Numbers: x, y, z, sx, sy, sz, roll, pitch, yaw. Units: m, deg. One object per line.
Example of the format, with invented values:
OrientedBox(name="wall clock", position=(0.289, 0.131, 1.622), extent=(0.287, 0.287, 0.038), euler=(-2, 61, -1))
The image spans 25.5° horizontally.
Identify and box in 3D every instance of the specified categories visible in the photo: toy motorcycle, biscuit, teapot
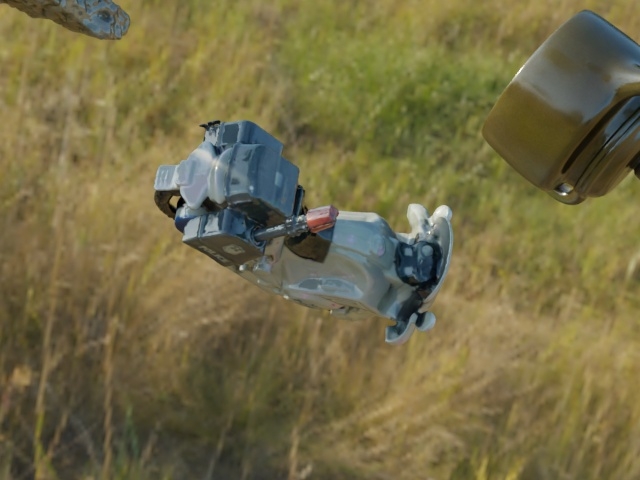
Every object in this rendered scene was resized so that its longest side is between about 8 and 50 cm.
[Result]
OrientedBox(name="toy motorcycle", position=(0.000, 0.000, 0.911), extent=(0.150, 0.102, 0.221), euler=(-10, -30, 40))
OrientedBox(name="biscuit", position=(-0.227, -0.178, 0.822), extent=(0.133, 0.032, 0.250), euler=(18, -4, 30))
OrientedBox(name="teapot", position=(0.290, -0.118, 1.519), extent=(0.175, 0.268, 0.185), euler=(44, 64, 13))
